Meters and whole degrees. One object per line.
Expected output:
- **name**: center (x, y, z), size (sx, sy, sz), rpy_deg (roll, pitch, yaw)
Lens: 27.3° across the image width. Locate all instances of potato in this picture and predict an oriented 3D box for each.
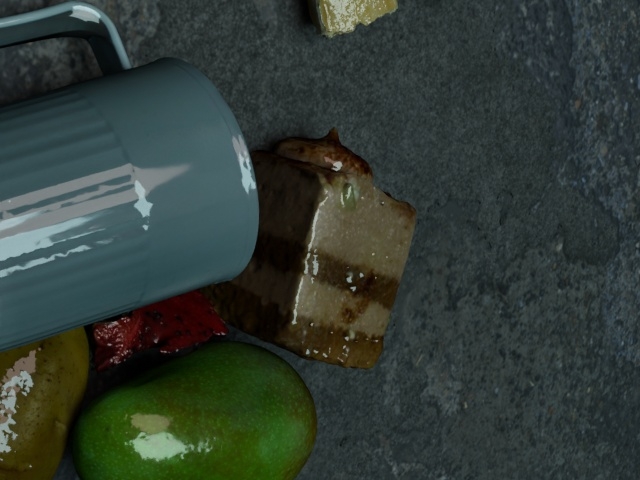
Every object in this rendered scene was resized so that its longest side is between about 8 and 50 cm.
- **potato**: center (-0.385, 0.218, 1.447), size (0.195, 0.176, 0.369), rpy_deg (33, 68, 2)

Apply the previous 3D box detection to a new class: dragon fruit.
- **dragon fruit**: center (-0.208, 0.120, 1.574), size (0.092, 0.122, 0.192), rpy_deg (-51, 172, 33)

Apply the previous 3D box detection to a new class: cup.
- **cup**: center (-0.266, -0.066, 1.386), size (0.311, 0.257, 0.331), rpy_deg (-20, 117, -34)

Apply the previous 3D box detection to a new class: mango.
- **mango**: center (-0.147, 0.231, 1.594), size (0.382, 0.201, 0.225), rpy_deg (8, 120, -54)

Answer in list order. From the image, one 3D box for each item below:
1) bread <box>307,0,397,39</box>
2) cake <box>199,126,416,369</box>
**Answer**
- **bread**: center (0.034, -0.324, 1.690), size (0.125, 0.082, 0.106), rpy_deg (-21, 106, -24)
- **cake**: center (0.000, 0.000, 1.680), size (0.196, 0.199, 0.293), rpy_deg (21, 87, -40)
